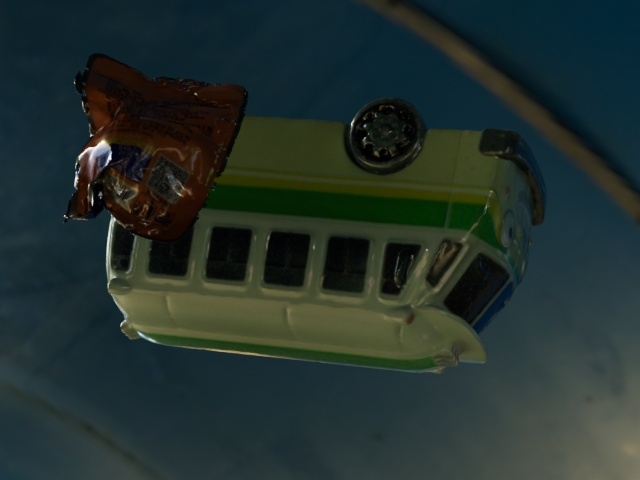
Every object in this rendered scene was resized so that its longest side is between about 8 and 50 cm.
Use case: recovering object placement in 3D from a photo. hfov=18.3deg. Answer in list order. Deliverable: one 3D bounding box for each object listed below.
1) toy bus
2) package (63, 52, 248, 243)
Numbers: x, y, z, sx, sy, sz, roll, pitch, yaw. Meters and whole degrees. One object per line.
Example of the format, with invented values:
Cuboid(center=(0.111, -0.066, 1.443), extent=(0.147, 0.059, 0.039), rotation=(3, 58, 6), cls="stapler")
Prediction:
Cuboid(center=(0.000, 0.000, 1.323), extent=(0.276, 0.164, 0.133), rotation=(6, -19, 19), cls="toy bus")
Cuboid(center=(-0.079, -0.044, 0.903), extent=(0.077, 0.110, 0.033), rotation=(4, -40, 12), cls="package")
